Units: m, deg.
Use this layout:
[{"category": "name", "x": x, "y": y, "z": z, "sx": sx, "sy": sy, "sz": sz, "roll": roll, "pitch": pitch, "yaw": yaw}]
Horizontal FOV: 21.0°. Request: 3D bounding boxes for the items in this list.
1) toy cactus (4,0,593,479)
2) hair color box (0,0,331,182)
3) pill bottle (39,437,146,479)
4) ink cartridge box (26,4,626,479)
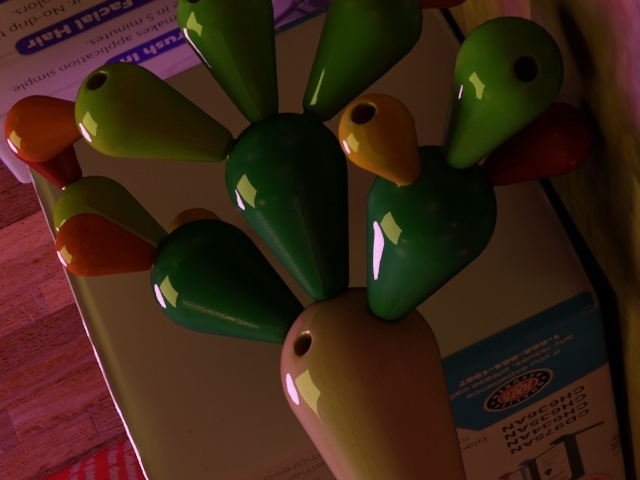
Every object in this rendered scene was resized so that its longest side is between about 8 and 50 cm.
[{"category": "toy cactus", "x": 0.000, "y": 0.000, "z": 0.539, "sx": 0.112, "sy": 0.219, "sz": 0.180, "roll": -31, "pitch": -78, "yaw": -55}, {"category": "hair color box", "x": -0.087, "y": -0.157, "z": 0.605, "sx": 0.339, "sy": 0.185, "sz": 0.110, "roll": 69, "pitch": 176, "yaw": -68}, {"category": "pill bottle", "x": -0.046, "y": 0.206, "z": 0.949, "sx": 0.229, "sy": 0.407, "sz": 0.229, "roll": 155, "pitch": 90, "yaw": -89}, {"category": "ink cartridge box", "x": 0.014, "y": 0.045, "z": 0.716, "sx": 0.233, "sy": 0.171, "sz": 0.168, "roll": 66, "pitch": 179, "yaw": -60}]
